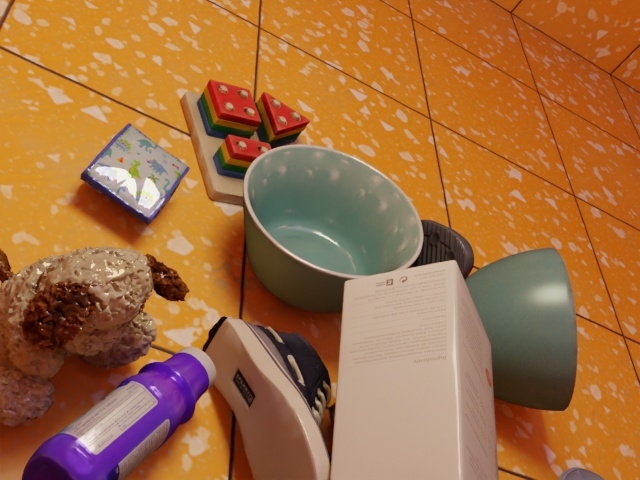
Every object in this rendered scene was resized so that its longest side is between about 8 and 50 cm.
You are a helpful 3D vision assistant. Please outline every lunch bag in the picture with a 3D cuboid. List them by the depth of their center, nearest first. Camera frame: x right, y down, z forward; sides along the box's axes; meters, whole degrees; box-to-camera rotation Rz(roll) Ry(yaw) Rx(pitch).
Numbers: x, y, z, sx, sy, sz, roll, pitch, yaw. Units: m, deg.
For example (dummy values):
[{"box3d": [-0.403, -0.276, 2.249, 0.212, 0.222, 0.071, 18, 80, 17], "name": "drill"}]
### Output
[{"box3d": [-0.296, -0.095, 1.357, 0.128, 0.096, 0.151, 35, 26, -9], "name": "lunch bag"}]

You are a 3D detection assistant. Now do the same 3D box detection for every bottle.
[{"box3d": [-0.233, 0.224, 1.057, 0.092, 0.118, 0.283, 44, 37, 5], "name": "bottle"}]

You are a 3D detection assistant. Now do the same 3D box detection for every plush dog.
[{"box3d": [-0.292, 0.073, 1.032, 0.262, 0.225, 0.211, -28, 95, -53], "name": "plush dog"}]

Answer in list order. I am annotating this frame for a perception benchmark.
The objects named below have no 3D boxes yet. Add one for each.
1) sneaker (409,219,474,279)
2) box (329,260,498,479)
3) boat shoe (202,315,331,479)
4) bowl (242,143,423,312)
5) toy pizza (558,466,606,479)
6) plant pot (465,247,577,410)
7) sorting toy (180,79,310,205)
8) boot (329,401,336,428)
[{"box3d": [0.184, 0.021, 1.523, 0.131, 0.112, 0.319, 11, 1, -32], "name": "sneaker"}, {"box3d": [0.134, 0.235, 1.160, 0.345, 0.168, 0.215, -84, 155, -42], "name": "box"}, {"box3d": [-0.030, 0.234, 1.188, 0.158, 0.127, 0.340, 12, 31, -38], "name": "boat shoe"}, {"box3d": [0.000, 0.000, 1.440, 0.311, 0.163, 0.312, 14, 41, -12], "name": "bowl"}, {"box3d": [0.483, 0.493, 1.502, 0.201, 0.032, 0.201, 25, 39, -22], "name": "toy pizza"}, {"box3d": [0.324, 0.162, 1.542, 0.195, 0.290, 0.290, -3, 44, 1], "name": "plant pot"}, {"box3d": [-0.108, -0.182, 1.625, 0.255, 0.089, 0.257, 9, 46, -37], "name": "sorting toy"}, {"box3d": [0.092, 0.214, 1.393, 0.236, 0.089, 0.269, 46, 37, 7], "name": "boot"}]
